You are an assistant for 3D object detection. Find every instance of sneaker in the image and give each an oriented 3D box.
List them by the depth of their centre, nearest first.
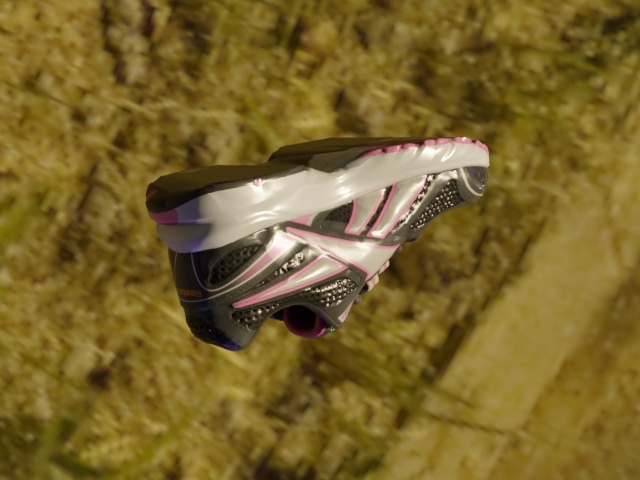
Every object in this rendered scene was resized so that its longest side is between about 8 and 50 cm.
[{"bbox_3d":[0.000,0.000,0.818,0.178,0.072,0.077,-14,103,-41],"label":"sneaker"}]
